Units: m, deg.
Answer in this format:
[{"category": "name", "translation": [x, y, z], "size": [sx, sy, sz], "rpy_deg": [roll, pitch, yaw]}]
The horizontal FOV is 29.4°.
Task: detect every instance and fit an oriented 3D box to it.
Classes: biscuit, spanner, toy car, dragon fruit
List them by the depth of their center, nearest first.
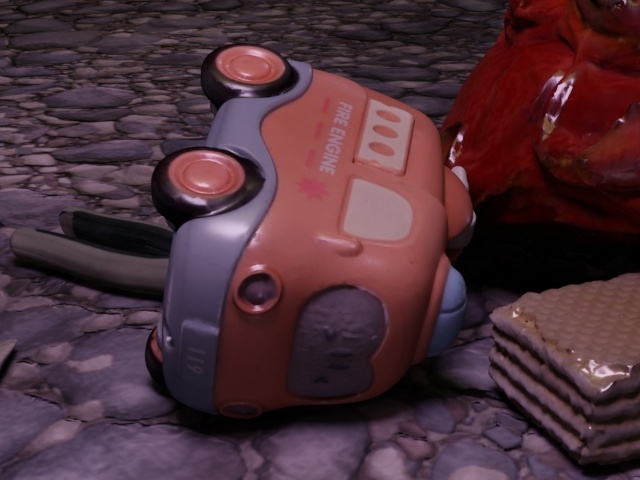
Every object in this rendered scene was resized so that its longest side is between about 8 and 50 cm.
[{"category": "toy car", "translation": [0.000, 0.000, 0.850], "size": [0.213, 0.180, 0.270], "rpy_deg": [12, 41, 3]}, {"category": "biscuit", "translation": [0.332, 0.058, 0.857], "size": [0.426, 0.078, 0.144], "rpy_deg": [-8, 22, -19]}, {"category": "dragon fruit", "translation": [0.183, -0.148, 0.968], "size": [0.286, 0.329, 0.228], "rpy_deg": [7, 1, 36]}, {"category": "spanner", "translation": [-0.115, 0.022, 1.009], "size": [0.325, 0.040, 0.096], "rpy_deg": [13, 27, 31]}]

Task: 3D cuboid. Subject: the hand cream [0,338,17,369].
[{"category": "hand cream", "translation": [-0.255, 0.111, 0.804], "size": [0.080, 0.050, 0.234], "rpy_deg": [-7, 17, -4]}]
